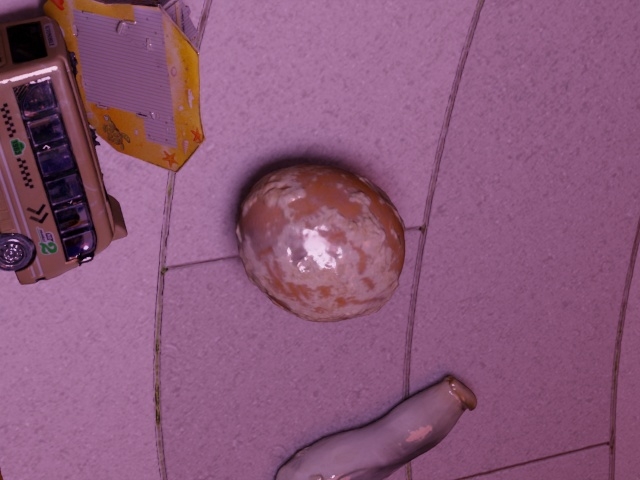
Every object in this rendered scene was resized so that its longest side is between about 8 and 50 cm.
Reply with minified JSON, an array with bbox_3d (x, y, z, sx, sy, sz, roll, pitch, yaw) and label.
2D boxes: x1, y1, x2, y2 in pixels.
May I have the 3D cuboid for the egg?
[{"bbox_3d":[0.000,0.000,2.044,0.245,0.203,0.203,33,100,-35],"label":"egg"}]

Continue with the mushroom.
[{"bbox_3d":[0.081,0.310,2.374,0.351,0.097,0.109,-28,133,-18],"label":"mushroom"}]

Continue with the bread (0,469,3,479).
[{"bbox_3d":[-0.519,0.310,1.971,0.268,0.145,0.268,-13,125,-19],"label":"bread"}]

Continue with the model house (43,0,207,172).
[{"bbox_3d":[-0.189,-0.211,1.831,0.136,0.207,0.219,-51,145,-45],"label":"model house"}]

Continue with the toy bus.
[{"bbox_3d":[-0.324,-0.100,1.798,0.157,0.139,0.289,-15,127,-6],"label":"toy bus"}]
